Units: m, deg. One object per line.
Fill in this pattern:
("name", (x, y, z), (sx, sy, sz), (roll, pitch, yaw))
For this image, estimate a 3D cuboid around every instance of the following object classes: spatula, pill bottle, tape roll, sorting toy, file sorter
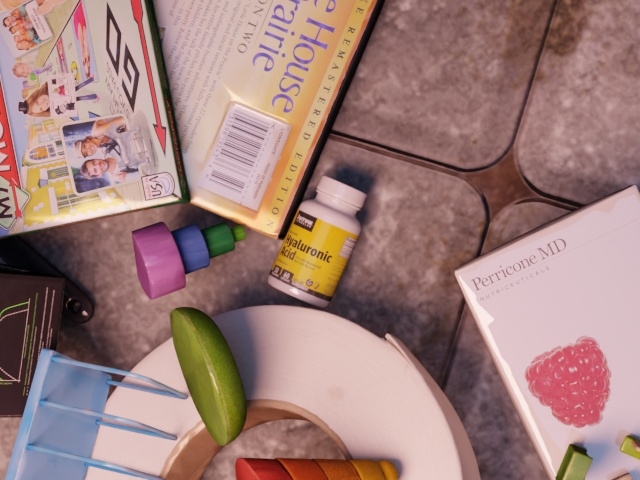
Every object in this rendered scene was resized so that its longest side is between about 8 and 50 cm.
("spatula", (-0.337, -0.018, 1.350), (0.296, 0.030, 0.084), (39, 91, 5))
("pill bottle", (0.000, 0.000, 1.300), (0.065, 0.065, 0.116), (24, 91, 5))
("tape roll", (-0.046, 0.249, 1.230), (0.392, 0.072, 0.392), (-7, 70, 20))
("sorting toy", (-0.045, 0.120, 1.194), (0.126, 0.127, 0.366), (-20, 60, -17))
("file sorter", (-0.197, 0.197, 1.205), (0.104, 0.118, 0.170), (8, 76, 21))

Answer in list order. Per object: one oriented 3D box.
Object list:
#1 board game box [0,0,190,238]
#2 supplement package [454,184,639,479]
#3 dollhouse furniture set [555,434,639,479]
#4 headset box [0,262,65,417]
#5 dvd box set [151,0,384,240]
("board game box", (-0.255, -0.171, 1.275), (0.213, 0.046, 0.317), (-12, 88, 5))
("supplement package", (0.257, 0.120, 1.217), (0.177, 0.175, 0.293), (-26, 87, 6))
("dollhouse furniture set", (0.267, 0.208, 1.098), (0.151, 0.058, 0.076), (24, 94, 6))
("headset box", (-0.414, 0.073, 1.188), (0.246, 0.283, 0.131), (7, 90, 40))
("dvd box set", (-0.169, -0.219, 1.321), (0.420, 0.062, 0.308), (22, 92, 6))
